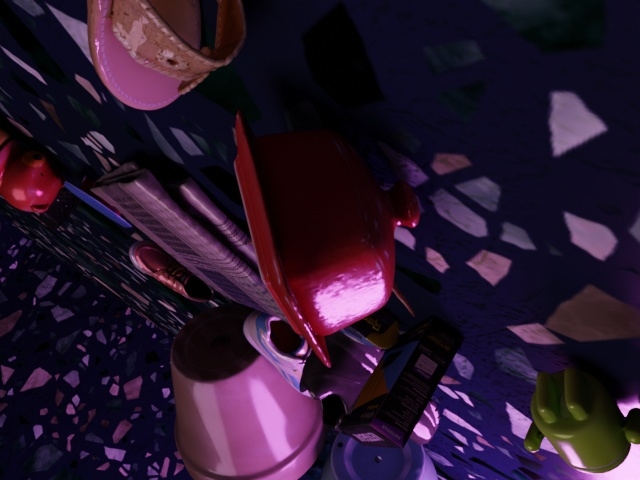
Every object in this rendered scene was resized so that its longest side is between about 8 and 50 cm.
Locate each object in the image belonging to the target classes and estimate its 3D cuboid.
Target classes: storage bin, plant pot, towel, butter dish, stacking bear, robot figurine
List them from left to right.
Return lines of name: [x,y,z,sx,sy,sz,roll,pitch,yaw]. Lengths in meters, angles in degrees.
stacking bear: [-0.616,-0.152,1.100,0.289,0.175,0.164,28,122,-14]
storage bin: [-0.580,-0.094,1.276,0.122,0.084,0.180,42,160,-17]
towel: [-0.178,0.001,0.896,0.324,0.056,0.312,43,162,-25]
plant pot: [-0.161,0.290,1.190,0.323,0.323,0.281,22,141,34]
butter dish: [0.015,-0.011,0.445,0.160,0.118,0.160,68,-177,-59]
plant pot: [0.121,0.498,1.235,0.271,0.272,0.255,25,144,27]
robot figurine: [0.230,0.160,0.532,0.101,0.067,0.115,-20,126,31]

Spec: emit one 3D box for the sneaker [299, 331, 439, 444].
sneaker: [0.067,0.235,0.886,0.286,0.130,0.109,46,156,-29]

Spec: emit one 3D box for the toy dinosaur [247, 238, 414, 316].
toy dinosaur: [0.000,0.000,0.587,0.112,0.064,0.211,26,177,-31]

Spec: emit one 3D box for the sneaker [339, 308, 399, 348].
sneaker: [0.024,0.079,0.715,0.144,0.053,0.059,41,162,-10]

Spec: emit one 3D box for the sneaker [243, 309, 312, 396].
sneaker: [-0.030,0.204,1.044,0.228,0.087,0.092,40,158,-16]

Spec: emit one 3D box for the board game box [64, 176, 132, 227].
board game box: [-0.393,-0.075,1.089,0.133,0.033,0.168,37,166,-19]

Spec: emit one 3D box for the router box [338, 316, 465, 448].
router box: [0.087,0.167,0.690,0.046,0.133,0.179,34,160,4]

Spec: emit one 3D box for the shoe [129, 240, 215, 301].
shoe: [-0.284,0.060,1.176,0.081,0.064,0.178,7,151,51]

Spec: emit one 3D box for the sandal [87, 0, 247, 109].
sandal: [-0.081,-0.134,0.349,0.079,0.088,0.240,38,156,12]
